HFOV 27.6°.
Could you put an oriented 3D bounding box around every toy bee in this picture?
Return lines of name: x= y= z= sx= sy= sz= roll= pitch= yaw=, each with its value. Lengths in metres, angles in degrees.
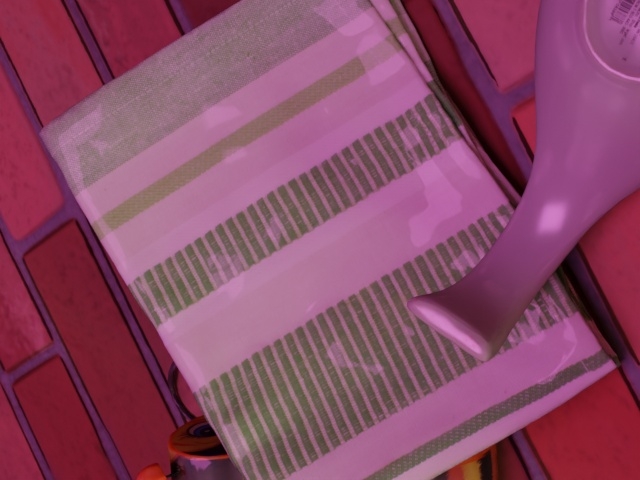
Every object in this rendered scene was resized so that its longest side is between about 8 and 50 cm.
toy bee: x=-0.037 y=0.167 z=0.895 sx=0.298 sy=0.162 sz=0.195 roll=-20 pitch=93 yaw=41

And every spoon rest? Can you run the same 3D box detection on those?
spoon rest: x=0.149 y=-0.064 z=0.712 sx=0.137 sy=0.084 sz=0.276 roll=36 pitch=104 yaw=18

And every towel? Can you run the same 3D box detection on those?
towel: x=0.000 y=0.000 z=0.812 sx=0.248 sy=0.038 sz=0.324 roll=-33 pitch=81 yaw=7
